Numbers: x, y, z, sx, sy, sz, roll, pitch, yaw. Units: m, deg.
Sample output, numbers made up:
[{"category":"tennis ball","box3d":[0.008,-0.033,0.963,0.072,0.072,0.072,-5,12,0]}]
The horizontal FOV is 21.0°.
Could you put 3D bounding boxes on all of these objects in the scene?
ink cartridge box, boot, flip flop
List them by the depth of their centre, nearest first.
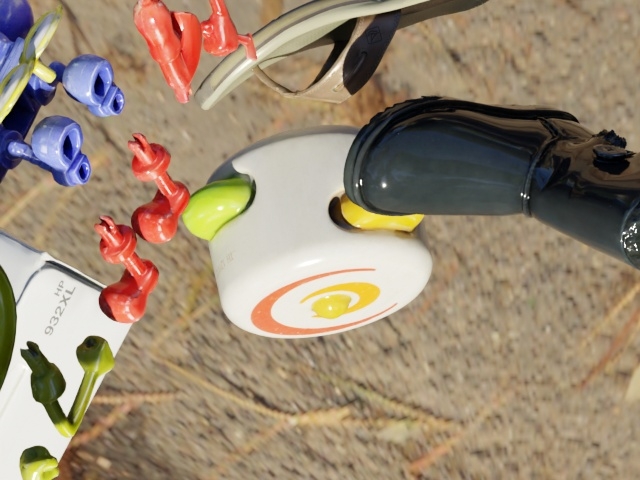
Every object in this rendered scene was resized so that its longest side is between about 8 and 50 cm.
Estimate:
[{"category":"boot","box3d":[0.170,-0.042,1.322,0.207,0.246,0.094,29,118,49]},{"category":"ink cartridge box","box3d":[-0.323,0.075,1.333,0.307,0.129,0.223,25,85,35]},{"category":"flip flop","box3d":[0.028,-0.160,1.436,0.277,0.112,0.080,-20,88,-16]}]

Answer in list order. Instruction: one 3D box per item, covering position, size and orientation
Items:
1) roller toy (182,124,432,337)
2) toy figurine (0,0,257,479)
[{"category":"roller toy","box3d":[0.000,0.000,1.531,0.209,0.191,0.146,-16,67,8]},{"category":"toy figurine","box3d":[-0.211,-0.039,0.927,0.217,0.191,0.363,13,67,24]}]
